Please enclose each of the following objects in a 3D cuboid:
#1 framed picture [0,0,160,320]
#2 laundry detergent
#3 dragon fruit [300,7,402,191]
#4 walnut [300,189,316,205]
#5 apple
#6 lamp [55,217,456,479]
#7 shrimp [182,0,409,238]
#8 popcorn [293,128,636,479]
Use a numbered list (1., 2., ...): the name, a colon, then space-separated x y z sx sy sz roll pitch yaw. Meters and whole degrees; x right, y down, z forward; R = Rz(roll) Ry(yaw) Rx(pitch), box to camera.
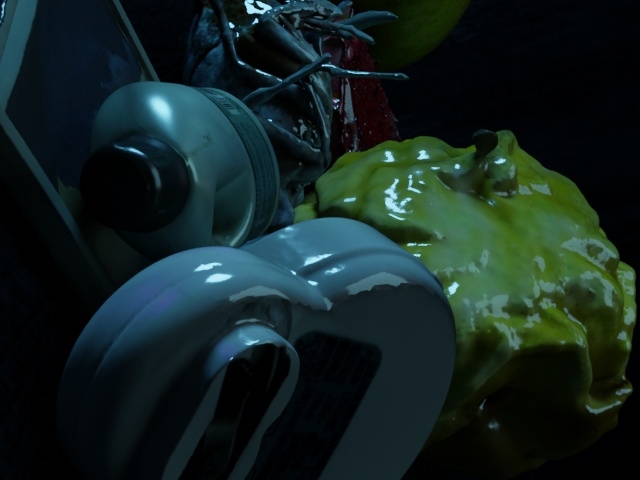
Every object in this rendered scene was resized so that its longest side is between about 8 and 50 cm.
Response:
1. framed picture: -0.127 -0.073 0.599 0.265 0.018 0.192 -97 167 -50
2. laundry detergent: -0.072 -0.034 0.566 0.226 0.070 0.099 -49 125 -81
3. dragon fruit: 0.012 -0.135 1.281 0.189 0.163 0.262 29 -19 38
4. walnut: 0.000 0.000 1.207 0.091 0.052 0.121 37 39 -80
5. apple: 0.058 -0.387 1.475 0.339 0.339 0.340 -17 90 -82
6. lamp: -0.031 0.067 0.521 0.108 0.180 0.246 29 5 33
7. shrimp: -0.028 -0.071 0.837 0.221 0.165 0.411 132 -38 -60
8. popcorn: 0.111 0.075 1.033 0.382 0.348 0.349 122 -34 -45
